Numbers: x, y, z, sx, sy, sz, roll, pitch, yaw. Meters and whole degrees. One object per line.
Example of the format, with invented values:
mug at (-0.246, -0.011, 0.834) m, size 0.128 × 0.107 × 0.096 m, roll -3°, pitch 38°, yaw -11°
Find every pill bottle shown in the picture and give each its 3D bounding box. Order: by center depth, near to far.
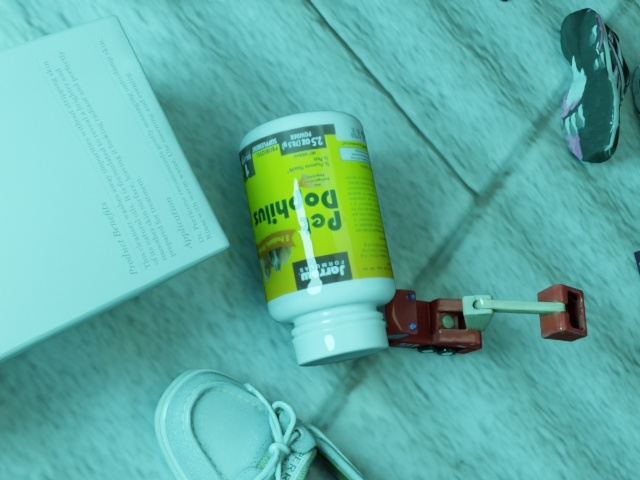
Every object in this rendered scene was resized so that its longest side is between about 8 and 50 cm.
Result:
pill bottle at (0.000, 0.000, 1.203) m, size 0.117 × 0.117 × 0.215 m, roll -4°, pitch 77°, yaw -36°

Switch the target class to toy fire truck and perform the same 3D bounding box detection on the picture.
toy fire truck at (0.141, 0.073, 1.266) m, size 0.192 × 0.135 × 0.047 m, roll 9°, pitch 70°, yaw -33°

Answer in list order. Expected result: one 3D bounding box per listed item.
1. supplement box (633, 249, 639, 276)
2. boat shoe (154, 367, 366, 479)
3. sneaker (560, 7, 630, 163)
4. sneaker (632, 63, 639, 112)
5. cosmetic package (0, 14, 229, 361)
supplement box at (0.394, 0.044, 1.503) m, size 0.043 × 0.055 × 0.083 m, roll -6°, pitch 77°, yaw -36°
boat shoe at (-0.005, 0.225, 1.135) m, size 0.320 × 0.103 × 0.118 m, roll 49°, pitch 54°, yaw -12°
sneaker at (0.323, -0.173, 1.519) m, size 0.077 × 0.072 × 0.178 m, roll 15°, pitch 72°, yaw -42°
sneaker at (0.443, -0.109, 1.569) m, size 0.115 × 0.090 × 0.232 m, roll 9°, pitch 71°, yaw -36°
cosmetic package at (-0.285, 0.000, 0.984) m, size 0.385 × 0.156 × 0.217 m, roll -25°, pitch 89°, yaw -37°
